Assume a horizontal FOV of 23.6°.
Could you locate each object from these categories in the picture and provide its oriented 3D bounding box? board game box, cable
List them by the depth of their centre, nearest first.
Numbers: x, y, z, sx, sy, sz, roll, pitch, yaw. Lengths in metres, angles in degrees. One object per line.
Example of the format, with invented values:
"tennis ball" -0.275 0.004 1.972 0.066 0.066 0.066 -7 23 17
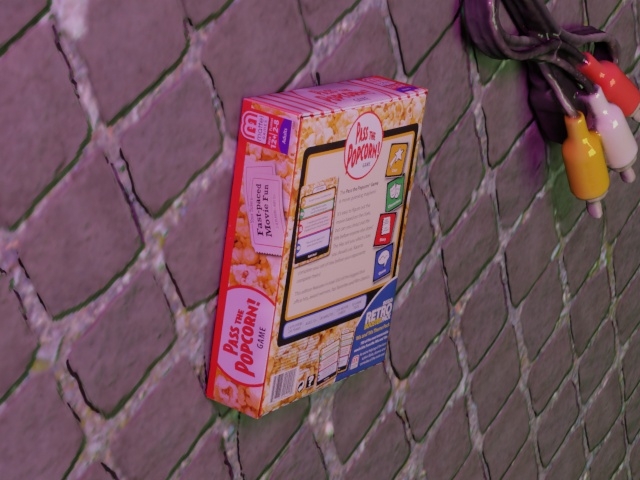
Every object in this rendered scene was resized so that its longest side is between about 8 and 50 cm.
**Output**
"board game box" 0.000 0.000 0.969 0.147 0.045 0.193 -16 120 -54
"cable" 0.194 -0.139 1.178 0.139 0.072 0.287 -67 150 -18
